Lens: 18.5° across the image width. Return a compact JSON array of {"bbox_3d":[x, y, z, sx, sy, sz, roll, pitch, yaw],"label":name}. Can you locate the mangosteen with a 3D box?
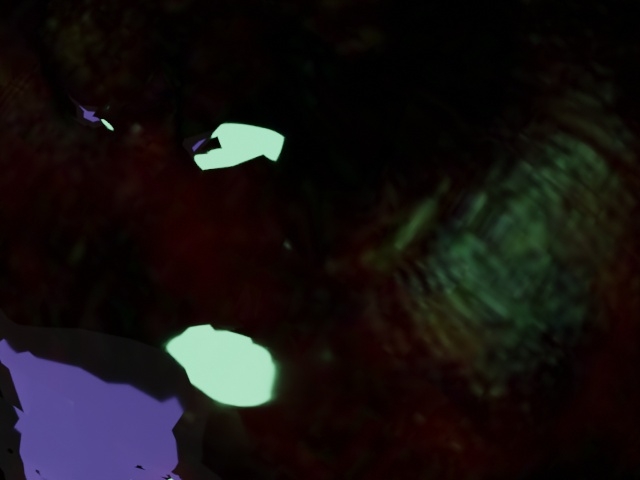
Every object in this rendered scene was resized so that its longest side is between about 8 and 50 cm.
[{"bbox_3d":[0.006,-0.021,0.799,0.381,0.381,0.421,40,-167,9],"label":"mangosteen"}]
